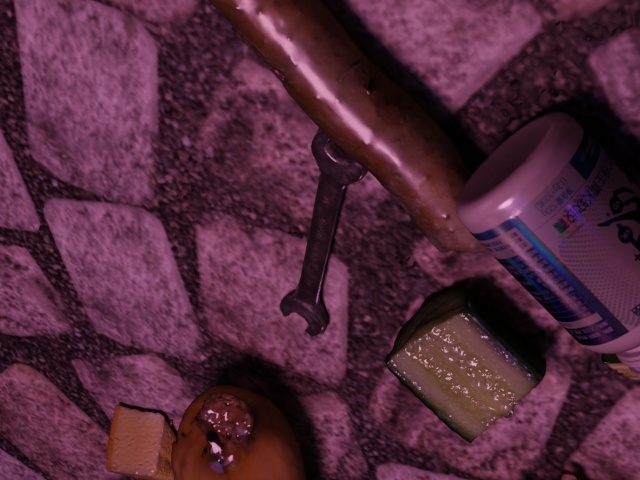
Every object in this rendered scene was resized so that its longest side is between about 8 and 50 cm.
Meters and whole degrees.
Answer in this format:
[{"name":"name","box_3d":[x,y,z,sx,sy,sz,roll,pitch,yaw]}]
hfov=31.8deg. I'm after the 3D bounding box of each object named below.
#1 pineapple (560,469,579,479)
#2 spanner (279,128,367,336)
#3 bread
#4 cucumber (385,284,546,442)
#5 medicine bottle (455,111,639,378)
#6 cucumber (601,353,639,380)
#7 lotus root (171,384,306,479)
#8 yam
[{"name":"pineapple","box_3d":[0.228,0.415,1.028,0.352,0.300,0.352,24,140,22]},{"name":"spanner","box_3d":[0.000,0.000,0.987,0.054,0.015,0.254,24,138,11]},{"name":"bread","box_3d":[-0.191,0.250,1.349,0.084,0.080,0.109,2,165,32]},{"name":"cucumber","box_3d":[0.131,0.100,0.961,0.115,0.062,0.116,41,132,-9]},{"name":"medicine bottle","box_3d":[0.195,0.009,0.797,0.191,0.107,0.107,44,138,-11]},{"name":"cucumber","box_3d":[0.278,0.086,0.867,0.107,0.035,0.067,-7,155,38]},{"name":"lotus root","box_3d":[-0.086,0.256,1.200,0.146,0.131,0.303,38,144,32]},{"name":"yam","box_3d":[0.021,-0.109,0.830,0.067,0.071,0.317,-42,103,7]}]
